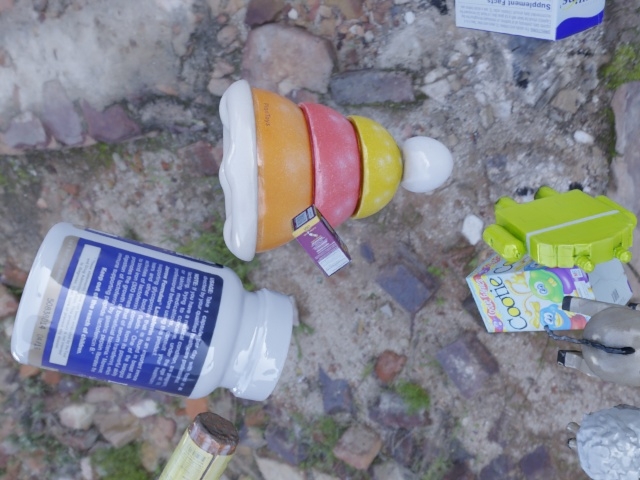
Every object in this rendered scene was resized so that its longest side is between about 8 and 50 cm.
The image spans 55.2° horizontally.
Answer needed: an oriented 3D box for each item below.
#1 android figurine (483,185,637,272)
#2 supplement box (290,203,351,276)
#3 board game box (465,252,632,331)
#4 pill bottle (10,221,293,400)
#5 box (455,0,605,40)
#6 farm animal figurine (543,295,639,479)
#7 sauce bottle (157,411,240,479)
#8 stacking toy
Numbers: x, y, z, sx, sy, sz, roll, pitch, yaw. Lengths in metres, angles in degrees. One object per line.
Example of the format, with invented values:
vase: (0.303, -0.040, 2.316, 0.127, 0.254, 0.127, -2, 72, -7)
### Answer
android figurine: (0.419, -0.022, 1.061, 0.249, 0.273, 0.056, -15, 116, -7)
supplement box: (0.000, 0.000, 0.840, 0.043, 0.055, 0.083, -35, 112, 8)
board game box: (0.478, 0.096, 1.300, 0.275, 0.144, 0.142, -14, 104, 51)
pill bottle: (-0.174, 0.086, 0.666, 0.265, 0.153, 0.153, 17, 129, -16)
box: (0.197, -0.271, 0.580, 0.126, 0.072, 0.137, 33, 140, 48)
farm animal figurine: (0.433, 0.098, 0.706, 0.172, 0.327, 0.329, -174, 73, -74)
sauce bottle: (-0.107, 0.192, 0.464, 0.042, 0.042, 0.128, 34, 98, 15)
stacking toy: (0.042, -0.139, 1.232, 0.481, 0.350, 0.350, -2, 119, -11)
